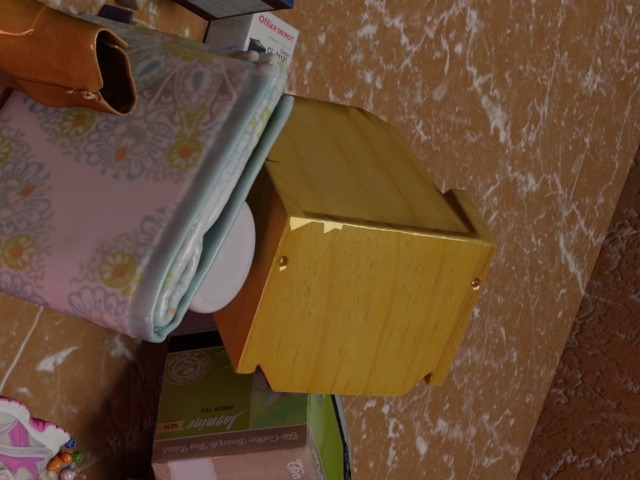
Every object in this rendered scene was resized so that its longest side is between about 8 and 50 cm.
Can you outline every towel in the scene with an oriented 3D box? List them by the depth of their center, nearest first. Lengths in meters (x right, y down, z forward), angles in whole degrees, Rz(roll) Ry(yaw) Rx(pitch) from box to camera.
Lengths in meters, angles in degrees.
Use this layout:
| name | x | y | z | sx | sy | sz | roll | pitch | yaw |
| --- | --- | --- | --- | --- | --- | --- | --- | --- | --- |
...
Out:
| name | x | y | z | sx | sy | sz | roll | pitch | yaw |
| --- | --- | --- | --- | --- | --- | --- | --- | --- | --- |
| towel | -0.238 | -0.085 | 1.734 | 0.374 | 0.321 | 0.090 | -63 | 153 | -23 |

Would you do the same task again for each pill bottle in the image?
| name | x | y | z | sx | sy | sz | roll | pitch | yaw |
| --- | --- | --- | --- | --- | --- | --- | --- | --- | --- |
| pill bottle | -0.226 | -0.010 | 1.843 | 0.153 | 0.265 | 0.153 | -31 | 126 | -53 |

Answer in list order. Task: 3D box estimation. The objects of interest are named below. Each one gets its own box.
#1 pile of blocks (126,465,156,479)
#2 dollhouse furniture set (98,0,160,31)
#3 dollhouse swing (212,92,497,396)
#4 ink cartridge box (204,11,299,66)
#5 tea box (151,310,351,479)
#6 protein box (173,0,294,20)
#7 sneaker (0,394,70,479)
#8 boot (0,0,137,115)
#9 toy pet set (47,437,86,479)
| name | x | y | z | sx | sy | sz | roll | pitch | yaw |
| --- | --- | --- | --- | --- | --- | --- | --- | --- | --- |
| pile of blocks | -0.281 | 0.487 | 2.151 | 0.113 | 0.149 | 0.362 | 10 | 82 | -18 |
| dollhouse furniture set | -0.219 | -0.287 | 1.938 | 0.081 | 0.091 | 0.114 | 75 | 34 | -65 |
| dollhouse swing | 0.000 | 0.000 | 2.062 | 0.347 | 0.305 | 0.315 | 6 | 112 | -36 |
| ink cartridge box | -0.111 | -0.241 | 2.138 | 0.127 | 0.072 | 0.175 | 21 | 84 | -60 |
| tea box | -0.085 | 0.300 | 2.144 | 0.323 | 0.220 | 0.329 | -90 | 169 | -52 |
| protein box | -0.134 | -0.409 | 1.915 | 0.201 | 0.136 | 0.199 | 22 | 67 | -61 |
| sneaker | -0.399 | 0.246 | 1.818 | 0.252 | 0.103 | 0.111 | 46 | 61 | -56 |
| boot | -0.325 | -0.245 | 1.625 | 0.104 | 0.211 | 0.295 | -64 | 148 | -22 |
| toy pet set | -0.325 | 0.350 | 2.026 | 0.114 | 0.065 | 0.122 | -54 | 144 | -34 |
